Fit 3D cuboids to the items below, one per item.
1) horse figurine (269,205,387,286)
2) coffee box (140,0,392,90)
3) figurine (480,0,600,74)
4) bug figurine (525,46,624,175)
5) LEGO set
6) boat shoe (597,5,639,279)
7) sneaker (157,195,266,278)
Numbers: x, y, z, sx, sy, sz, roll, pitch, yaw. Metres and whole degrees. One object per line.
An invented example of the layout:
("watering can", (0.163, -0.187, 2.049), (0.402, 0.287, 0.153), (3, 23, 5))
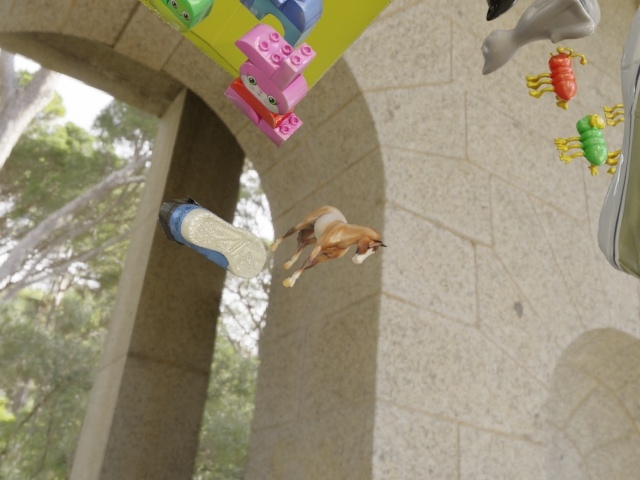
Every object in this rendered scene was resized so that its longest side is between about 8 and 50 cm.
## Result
("horse figurine", (0.000, 0.000, 1.183), (0.174, 0.263, 0.066), (-38, -70, 3))
("coffee box", (-0.039, -0.453, 0.930), (0.338, 0.334, 0.338), (38, -44, -14))
("figurine", (0.355, -0.396, 1.132), (0.092, 0.214, 0.210), (28, -31, -31))
("bug figurine", (0.474, -0.203, 1.110), (0.279, 0.216, 0.072), (10, -27, -29))
("LEGO set", (-0.063, -0.178, 0.385), (0.227, 0.087, 0.093), (44, -29, -5))
("boat shoe", (0.331, -0.098, 0.599), (0.109, 0.094, 0.302), (-5, -67, -12))
("sneaker", (-0.134, -0.005, 0.818), (0.085, 0.058, 0.152), (26, -6, 37))
